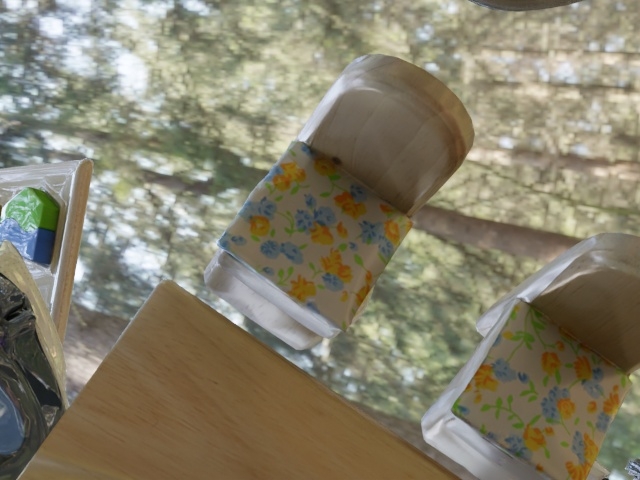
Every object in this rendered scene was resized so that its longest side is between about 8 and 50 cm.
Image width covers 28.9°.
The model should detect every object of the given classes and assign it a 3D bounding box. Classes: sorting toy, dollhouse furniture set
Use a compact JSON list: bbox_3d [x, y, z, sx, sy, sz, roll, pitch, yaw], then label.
[{"bbox_3d":[-0.260,0.032,0.995,0.038,0.208,0.193,17,-104,-42],"label":"sorting toy"},{"bbox_3d":[0.080,0.158,0.460,0.394,0.256,0.362,35,-117,-3],"label":"dollhouse furniture set"}]

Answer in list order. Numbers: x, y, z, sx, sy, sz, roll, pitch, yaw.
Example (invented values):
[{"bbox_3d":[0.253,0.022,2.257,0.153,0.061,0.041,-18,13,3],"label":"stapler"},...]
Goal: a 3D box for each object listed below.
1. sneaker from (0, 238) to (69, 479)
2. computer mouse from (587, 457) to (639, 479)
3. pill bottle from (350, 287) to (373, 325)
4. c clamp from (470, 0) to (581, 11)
[{"bbox_3d":[-0.253,0.048,0.692,0.130,0.236,0.323,-24,-54,12],"label":"sneaker"},{"bbox_3d":[0.245,0.213,1.208,0.106,0.193,0.042,3,-84,-82],"label":"computer mouse"},{"bbox_3d":[0.000,0.000,1.135,0.117,0.117,0.215,-48,-13,-22],"label":"pill bottle"},{"bbox_3d":[0.089,-0.153,0.390,0.137,0.022,0.161,-1,-81,-7],"label":"c clamp"}]
